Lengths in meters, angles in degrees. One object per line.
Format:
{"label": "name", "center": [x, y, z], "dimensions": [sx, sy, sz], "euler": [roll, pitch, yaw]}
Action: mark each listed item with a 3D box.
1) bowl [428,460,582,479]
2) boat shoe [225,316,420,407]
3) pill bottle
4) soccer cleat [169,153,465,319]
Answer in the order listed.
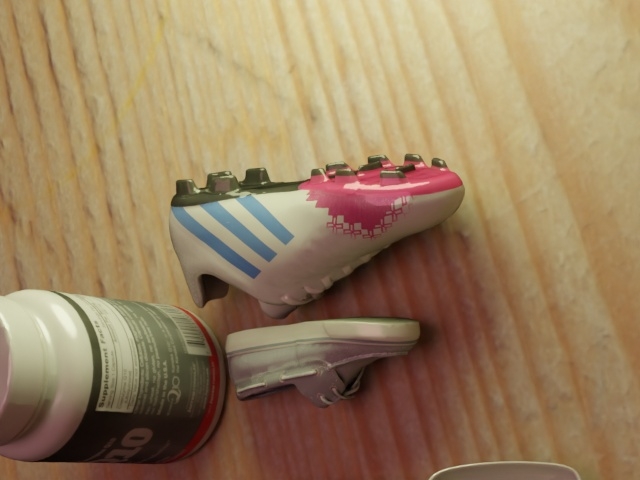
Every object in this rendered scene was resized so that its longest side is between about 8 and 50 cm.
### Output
{"label": "bowl", "center": [0.156, 0.260, 1.589], "dimensions": [0.142, 0.053, 0.142], "euler": [-2, 74, 0]}
{"label": "boat shoe", "center": [0.004, 0.115, 1.748], "dimensions": [0.227, 0.079, 0.081], "euler": [-10, 85, 43]}
{"label": "pill bottle", "center": [-0.237, 0.131, 1.793], "dimensions": [0.161, 0.283, 0.161], "euler": [-6, 81, 37]}
{"label": "soccer cleat", "center": [0.000, 0.000, 1.753], "dimensions": [0.331, 0.116, 0.143], "euler": [-3, 99, 39]}
